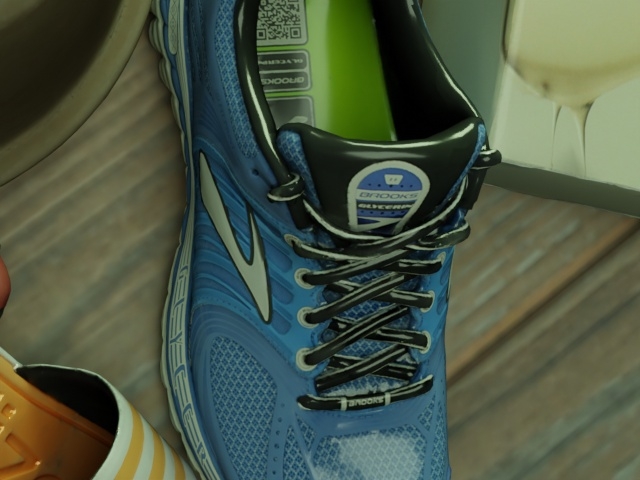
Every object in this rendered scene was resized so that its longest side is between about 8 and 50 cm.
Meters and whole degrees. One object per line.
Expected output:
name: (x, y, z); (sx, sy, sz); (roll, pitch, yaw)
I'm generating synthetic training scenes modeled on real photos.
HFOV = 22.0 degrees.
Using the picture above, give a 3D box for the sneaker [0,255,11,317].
sneaker: (-0.177, 0.111, 0.563); (0.135, 0.097, 0.276); (41, 102, 2)

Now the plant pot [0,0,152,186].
plant pot: (-0.171, -0.132, 0.593); (0.263, 0.229, 0.263); (0, 91, -18)

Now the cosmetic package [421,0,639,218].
cosmetic package: (0.149, -0.171, 0.765); (0.160, 0.113, 0.309); (10, 87, -19)

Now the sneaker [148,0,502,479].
sneaker: (0.000, 0.000, 0.698); (0.130, 0.147, 0.330); (-12, 96, -19)

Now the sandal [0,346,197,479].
sandal: (-0.123, 0.090, 0.657); (0.265, 0.076, 0.102); (45, 60, -33)
